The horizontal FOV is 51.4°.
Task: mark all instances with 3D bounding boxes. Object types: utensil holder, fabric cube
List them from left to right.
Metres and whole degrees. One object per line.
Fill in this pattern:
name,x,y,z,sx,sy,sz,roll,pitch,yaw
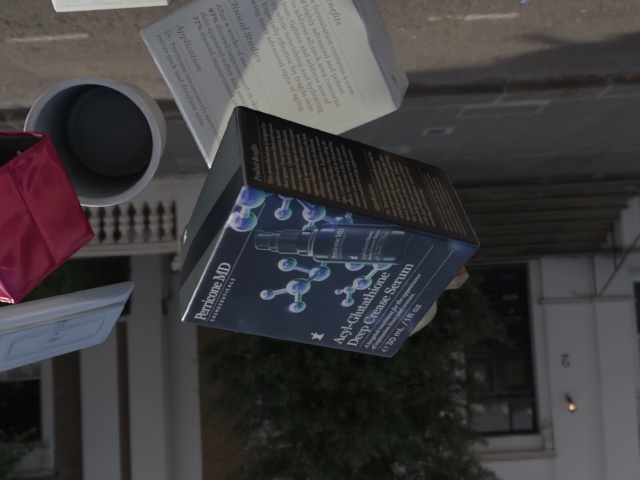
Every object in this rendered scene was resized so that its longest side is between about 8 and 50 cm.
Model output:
fabric cube,-0.690,-0.059,1.405,0.254,0.258,0.259,5,-142,26
utensil holder,-0.589,-0.283,1.824,0.328,0.327,0.385,-2,-167,-8

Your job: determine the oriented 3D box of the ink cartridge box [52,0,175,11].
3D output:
ink cartridge box,-0.527,-0.745,1.560,0.309,0.384,0.091,1,-145,11

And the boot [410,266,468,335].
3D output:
boot,0.168,0.066,1.389,0.104,0.211,0.295,5,137,-41

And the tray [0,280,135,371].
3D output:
tray,-0.407,0.139,1.006,0.270,0.030,0.145,-11,142,-55

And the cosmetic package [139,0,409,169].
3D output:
cosmetic package,-0.067,-0.363,1.335,0.394,0.329,0.327,-20,-165,17

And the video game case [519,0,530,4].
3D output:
video game case,0.539,-0.686,1.544,0.023,0.193,0.212,5,167,-31

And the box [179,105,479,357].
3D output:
box,0.000,0.000,1.101,0.396,0.211,0.293,13,129,-22
